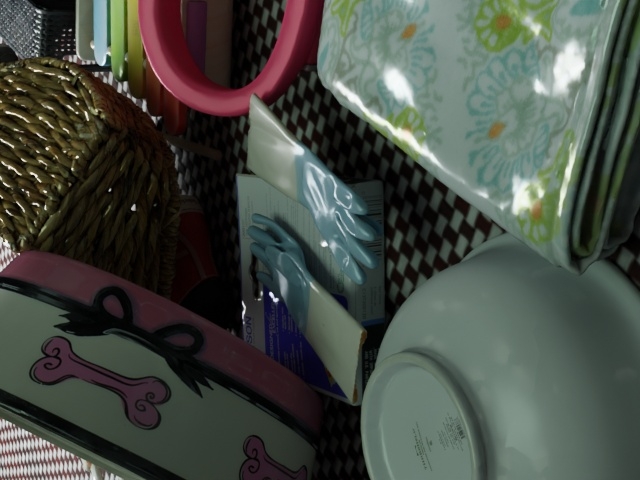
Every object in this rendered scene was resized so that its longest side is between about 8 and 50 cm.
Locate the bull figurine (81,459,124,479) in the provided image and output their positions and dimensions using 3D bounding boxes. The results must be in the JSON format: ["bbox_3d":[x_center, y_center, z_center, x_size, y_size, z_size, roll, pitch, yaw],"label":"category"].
[{"bbox_3d":[-0.228,0.243,1.501,0.310,0.101,0.188,6,102,57],"label":"bull figurine"}]

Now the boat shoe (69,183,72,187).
[{"bbox_3d":[-0.389,-0.146,1.693,0.285,0.103,0.092,25,112,50],"label":"boat shoe"}]

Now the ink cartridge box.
[{"bbox_3d":[-0.012,0.038,1.165,0.208,0.045,0.206,11,105,55],"label":"ink cartridge box"}]

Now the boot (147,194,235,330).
[{"bbox_3d":[-0.185,0.084,1.420,0.244,0.088,0.176,-49,57,46],"label":"boot"}]

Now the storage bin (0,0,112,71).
[{"bbox_3d":[-0.340,-0.289,1.558,0.180,0.122,0.084,42,131,47],"label":"storage bin"}]

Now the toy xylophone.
[{"bbox_3d":[-0.186,-0.213,1.364,0.322,0.081,0.236,14,108,57],"label":"toy xylophone"}]

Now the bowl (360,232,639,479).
[{"bbox_3d":[0.122,0.145,0.889,0.298,0.134,0.298,19,112,56],"label":"bowl"}]

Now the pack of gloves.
[{"bbox_3d":[0.000,0.000,1.081,0.232,0.046,0.195,48,144,46],"label":"pack of gloves"}]

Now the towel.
[{"bbox_3d":[0.122,-0.196,0.866,0.374,0.090,0.321,45,131,45],"label":"towel"}]

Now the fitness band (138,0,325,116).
[{"bbox_3d":[-0.077,-0.262,1.132,0.209,0.054,0.291,23,111,30],"label":"fitness band"}]

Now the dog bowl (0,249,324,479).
[{"bbox_3d":[-0.178,0.153,1.164,0.408,0.408,0.150,1,60,58],"label":"dog bowl"}]

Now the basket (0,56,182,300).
[{"bbox_3d":[-0.270,-0.067,1.368,0.299,0.223,0.213,27,82,49],"label":"basket"}]

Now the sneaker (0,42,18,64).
[{"bbox_3d":[-0.488,-0.173,1.872,0.106,0.101,0.267,16,110,33],"label":"sneaker"}]
